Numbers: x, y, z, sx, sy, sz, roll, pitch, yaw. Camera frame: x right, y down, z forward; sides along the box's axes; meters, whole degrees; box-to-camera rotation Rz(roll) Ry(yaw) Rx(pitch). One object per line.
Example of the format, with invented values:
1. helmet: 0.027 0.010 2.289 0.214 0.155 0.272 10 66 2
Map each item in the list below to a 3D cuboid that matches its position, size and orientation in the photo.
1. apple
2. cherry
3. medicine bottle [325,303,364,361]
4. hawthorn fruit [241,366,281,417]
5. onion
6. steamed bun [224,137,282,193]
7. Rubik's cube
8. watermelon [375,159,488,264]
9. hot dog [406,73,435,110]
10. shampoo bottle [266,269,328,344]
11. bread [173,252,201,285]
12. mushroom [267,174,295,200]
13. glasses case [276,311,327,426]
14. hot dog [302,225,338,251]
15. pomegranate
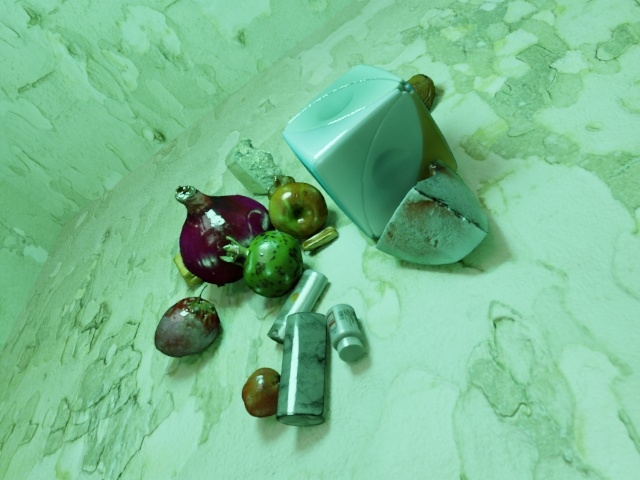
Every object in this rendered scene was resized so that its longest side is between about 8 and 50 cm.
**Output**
1. apple: -0.075 -0.101 1.685 0.196 0.196 0.196 -27 36 22
2. cherry: -0.436 0.283 1.641 0.250 0.175 0.192 -37 24 12
3. medicine bottle: 0.062 0.229 1.269 0.079 0.079 0.140 -34 34 13
4. hawthorn fruit: -0.139 0.383 1.278 0.128 0.128 0.128 -27 36 22
5. onion: -0.346 -0.042 1.718 0.348 0.385 0.347 -24 37 19
6. steamed bun: -0.272 -0.316 2.092 0.200 0.225 0.170 10 60 53
7. Rubik's cube: 0.138 -0.264 1.495 0.347 0.352 0.351 -40 36 4
8. watermelon: 0.246 -0.070 1.289 0.290 0.214 0.319 -27 48 26
9. hot dog: 0.279 -0.478 1.800 0.272 0.122 0.196 -33 32 -14
10. shampoo bottle: -0.064 0.190 1.464 0.086 0.056 0.227 8 58 44
11. bread: -0.504 0.098 2.000 0.114 0.083 0.211 -41 33 -7
12. mushroom: -0.147 -0.193 1.957 0.126 0.085 0.109 -34 69 9
13. glasses case: -0.042 0.312 1.279 0.114 0.060 0.299 -1 43 3
14. hot dog: 0.000 0.000 1.632 0.133 0.041 0.056 -29 35 7
15. pomegranate: -0.171 0.068 1.551 0.211 0.263 0.210 -166 90 -77
